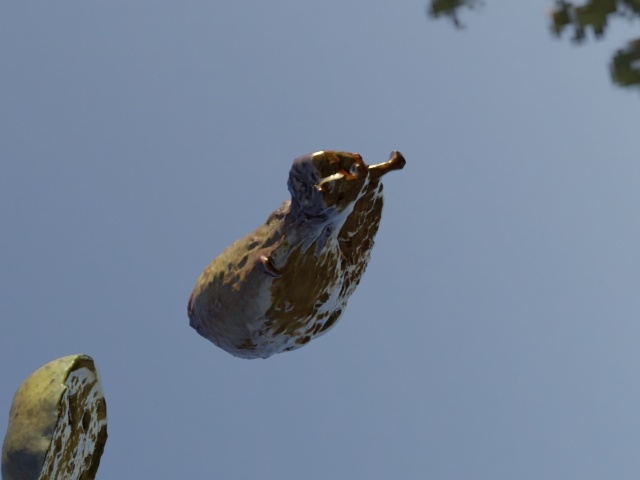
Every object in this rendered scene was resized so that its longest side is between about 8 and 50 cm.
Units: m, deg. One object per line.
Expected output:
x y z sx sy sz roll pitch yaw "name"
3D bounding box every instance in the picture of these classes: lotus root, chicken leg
-0.270 0.207 1.877 0.183 0.078 0.203 -69 -17 -46 "lotus root"
-0.009 0.010 1.299 0.083 0.177 0.322 42 -171 7 "chicken leg"
